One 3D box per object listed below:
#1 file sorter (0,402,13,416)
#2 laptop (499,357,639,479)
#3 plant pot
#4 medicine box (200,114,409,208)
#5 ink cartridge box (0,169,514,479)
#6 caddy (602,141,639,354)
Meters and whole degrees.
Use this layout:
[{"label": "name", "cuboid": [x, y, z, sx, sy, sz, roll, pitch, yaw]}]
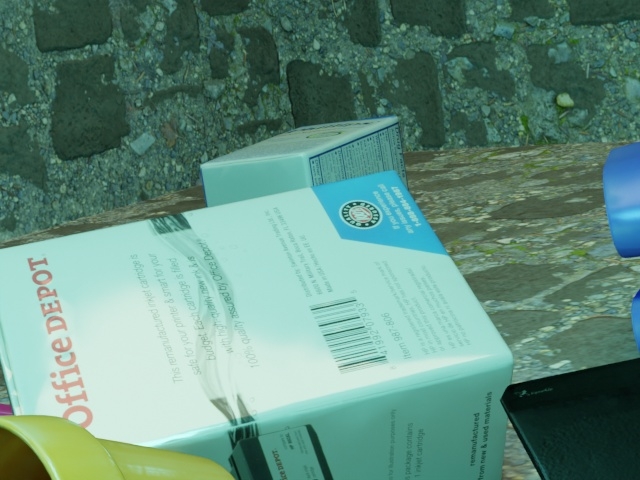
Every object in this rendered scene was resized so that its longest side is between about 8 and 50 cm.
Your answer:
[{"label": "file sorter", "cuboid": [-0.372, 0.110, 1.696, 0.202, 0.182, 0.291, 15, -9, -41]}, {"label": "laptop", "cuboid": [0.240, 0.181, 0.777, 0.234, 0.264, 0.136, -11, -5, -7]}, {"label": "plant pot", "cuboid": [-0.153, 0.222, 1.070, 0.188, 0.205, 0.205, 3, -2, -45]}, {"label": "medicine box", "cuboid": [0.000, 0.000, 1.909, 0.149, 0.263, 0.289, -4, 11, 27]}, {"label": "ink cartridge box", "cuboid": [-0.072, 0.112, 1.327, 0.395, 0.166, 0.285, -11, 39, -14]}, {"label": "caddy", "cuboid": [0.412, -0.002, 1.614, 0.179, 0.241, 0.341, -11, 9, 16]}]
